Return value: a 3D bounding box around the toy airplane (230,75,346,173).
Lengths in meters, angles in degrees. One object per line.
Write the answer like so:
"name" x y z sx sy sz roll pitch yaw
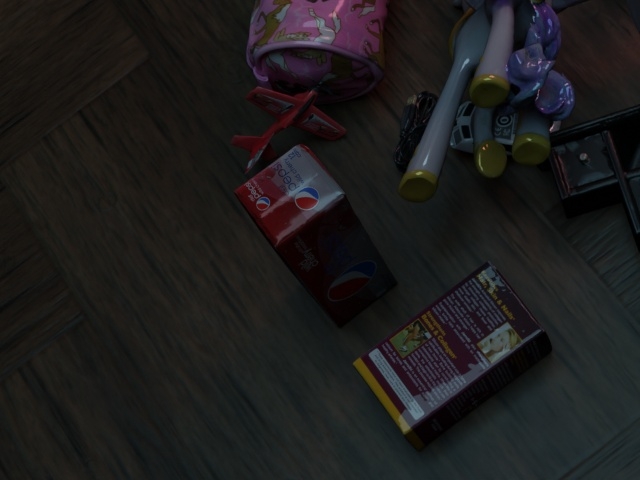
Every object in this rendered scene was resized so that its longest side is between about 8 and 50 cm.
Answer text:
"toy airplane" -0.044 -0.137 1.679 0.151 0.151 0.028 -26 49 4

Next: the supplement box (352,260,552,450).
"supplement box" 0.144 0.126 1.537 0.188 0.081 0.104 -36 64 0

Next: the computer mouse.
"computer mouse" 0.185 -0.126 1.647 0.193 0.042 0.106 2 59 20

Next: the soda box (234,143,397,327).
"soda box" 0.000 0.000 1.525 0.092 0.263 0.083 -37 63 -1

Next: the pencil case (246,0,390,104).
"pencil case" 0.002 -0.358 1.727 0.167 0.160 0.386 -19 61 44

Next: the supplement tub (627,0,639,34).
"supplement tub" 0.484 -0.261 1.338 0.331 0.241 0.241 -37 64 2

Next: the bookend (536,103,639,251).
"bookend" 0.330 -0.056 1.562 0.157 0.072 0.156 -17 66 9

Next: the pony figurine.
"pony figurine" 0.203 -0.256 1.517 0.302 0.351 0.364 18 56 -11
